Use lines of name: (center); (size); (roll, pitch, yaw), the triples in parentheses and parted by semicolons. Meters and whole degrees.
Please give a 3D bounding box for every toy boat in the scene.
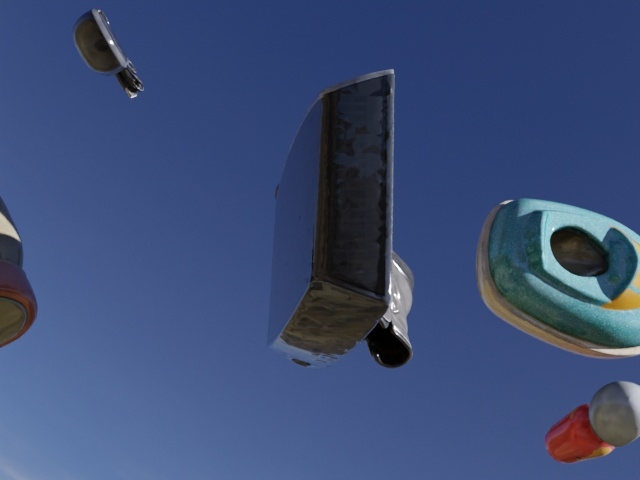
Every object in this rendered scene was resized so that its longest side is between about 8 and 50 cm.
toy boat: (0.310, 0.091, 0.924); (0.268, 0.318, 0.148); (15, -33, -11)

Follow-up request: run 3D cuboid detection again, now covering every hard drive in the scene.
hard drive: (0.000, 0.000, 0.600); (0.054, 0.172, 0.254); (6, -18, -9)

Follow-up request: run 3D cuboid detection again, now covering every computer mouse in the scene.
computer mouse: (-0.421, -0.364, 1.564); (0.188, 0.072, 0.272); (63, -3, -9)

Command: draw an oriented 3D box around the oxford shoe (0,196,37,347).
oxford shoe: (-0.435, 0.029, 0.625); (0.397, 0.146, 0.140); (-2, -36, -30)

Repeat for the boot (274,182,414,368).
boot: (0.049, 0.045, 1.381); (0.338, 0.222, 0.118); (41, -63, -17)
